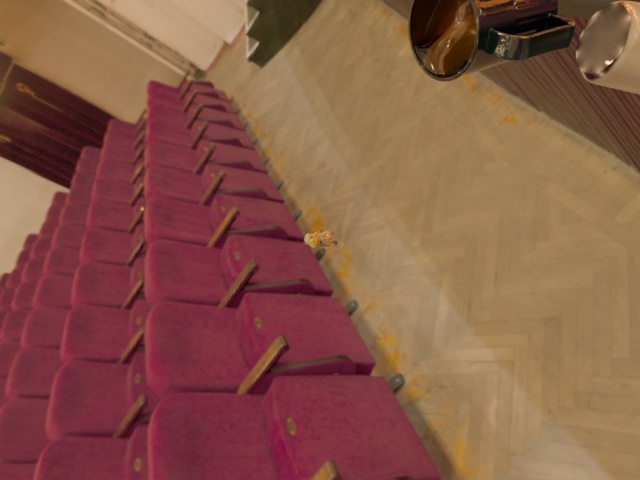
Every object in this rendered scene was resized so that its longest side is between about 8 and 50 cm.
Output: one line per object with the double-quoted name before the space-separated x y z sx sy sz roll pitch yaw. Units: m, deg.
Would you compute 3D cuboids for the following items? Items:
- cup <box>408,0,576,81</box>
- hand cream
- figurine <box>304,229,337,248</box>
"cup" 0.425 -0.552 1.199 0.308 0.292 0.242 11 120 61
"hand cream" 0.593 -0.282 0.762 0.118 0.359 0.185 177 101 -83
"figurine" 0.000 0.000 1.282 0.050 0.083 0.047 -120 24 -73
